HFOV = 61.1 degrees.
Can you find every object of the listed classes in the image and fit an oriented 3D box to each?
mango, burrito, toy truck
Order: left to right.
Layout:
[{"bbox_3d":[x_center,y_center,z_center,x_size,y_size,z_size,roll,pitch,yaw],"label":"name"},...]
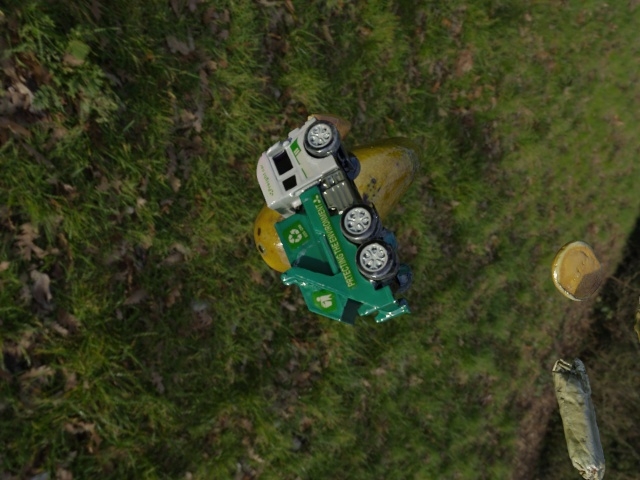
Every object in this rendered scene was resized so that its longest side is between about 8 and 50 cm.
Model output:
[{"bbox_3d":[0.007,-0.011,0.561,0.116,0.216,0.110,-27,160,10],"label":"toy truck"},{"bbox_3d":[0.036,-0.062,0.944,0.329,0.176,0.176,-31,104,12],"label":"mango"},{"bbox_3d":[0.373,0.255,0.782,0.058,0.188,0.045,14,143,-11],"label":"burrito"}]

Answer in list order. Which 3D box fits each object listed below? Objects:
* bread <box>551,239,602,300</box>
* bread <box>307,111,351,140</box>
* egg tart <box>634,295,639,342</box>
[{"bbox_3d":[0.461,0.053,0.972,0.110,0.024,0.110,0,91,-21],"label":"bread"},{"bbox_3d":[0.029,-0.293,1.478,0.136,0.054,0.154,-27,149,-24],"label":"bread"},{"bbox_3d":[0.746,0.165,1.018,0.095,0.279,0.279,29,98,-32],"label":"egg tart"}]
